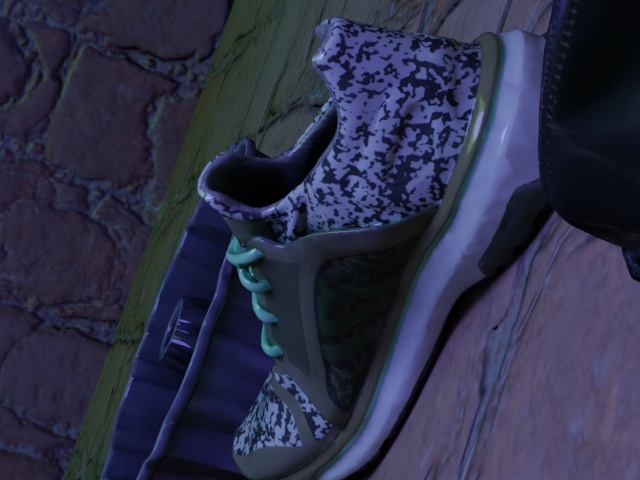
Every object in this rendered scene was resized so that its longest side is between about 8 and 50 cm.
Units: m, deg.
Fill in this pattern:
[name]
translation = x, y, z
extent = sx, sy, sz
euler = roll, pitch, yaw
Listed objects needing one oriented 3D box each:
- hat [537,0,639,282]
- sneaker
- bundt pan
[hat]
translation = 0.142, -0.081, 0.566
extent = 0.331, 0.134, 0.331
euler = -63, -8, -17
[sneaker]
translation = 0.000, 0.000, 1.169
extent = 0.158, 0.182, 0.410
euler = -83, 17, -49
[bundt pan]
translation = -0.065, 0.092, 1.466
extent = 0.331, 0.124, 0.331
euler = -158, 90, -79
